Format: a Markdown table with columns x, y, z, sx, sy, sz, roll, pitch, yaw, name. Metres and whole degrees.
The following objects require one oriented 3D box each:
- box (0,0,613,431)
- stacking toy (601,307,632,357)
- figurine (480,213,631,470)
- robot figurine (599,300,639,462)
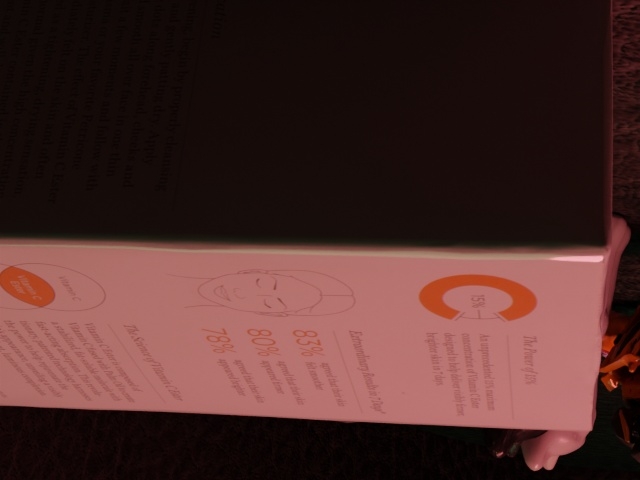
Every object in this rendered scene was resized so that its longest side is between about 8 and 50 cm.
| x | y | z | sx | sy | sz | roll | pitch | yaw | name |
| --- | --- | --- | --- | --- | --- | --- | --- | --- | --- |
| -0.031 | -0.022 | 0.714 | 0.345 | 0.168 | 0.215 | 2 | 153 | 10 | box |
| 0.371 | 0.123 | 1.406 | 0.301 | 0.166 | 0.175 | 19 | 177 | 35 | stacking toy |
| 0.168 | 0.069 | 1.067 | 0.092 | 0.209 | 0.215 | 4 | 168 | 22 | figurine |
| 0.319 | 0.069 | 1.062 | 0.085 | 0.211 | 0.291 | 42 | 158 | -11 | robot figurine |
